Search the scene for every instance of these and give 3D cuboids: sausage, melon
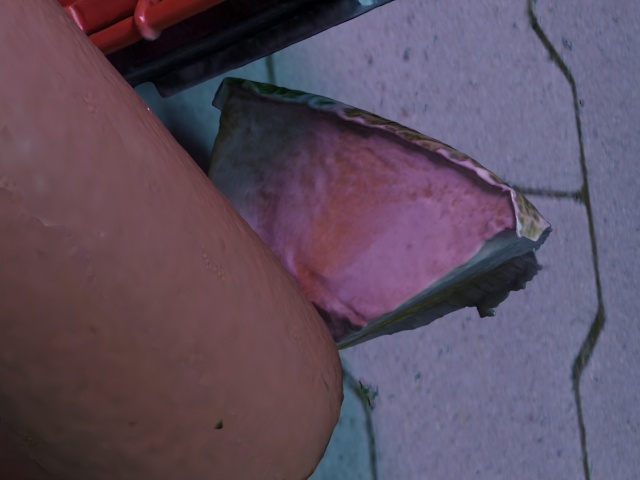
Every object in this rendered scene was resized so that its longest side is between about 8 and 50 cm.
[{"bbox_3d":[-0.091,0.004,0.489,0.253,0.123,0.123,49,44,-37],"label":"sausage"},{"bbox_3d":[0.000,-0.005,0.629,0.093,0.202,0.139,-36,90,-31],"label":"melon"}]

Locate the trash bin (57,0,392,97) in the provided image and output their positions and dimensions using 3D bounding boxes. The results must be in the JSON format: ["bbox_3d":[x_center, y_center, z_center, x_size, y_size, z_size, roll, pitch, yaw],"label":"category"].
[{"bbox_3d":[-0.053,-0.181,0.578,0.184,0.161,0.239,-36,105,-55],"label":"trash bin"}]
